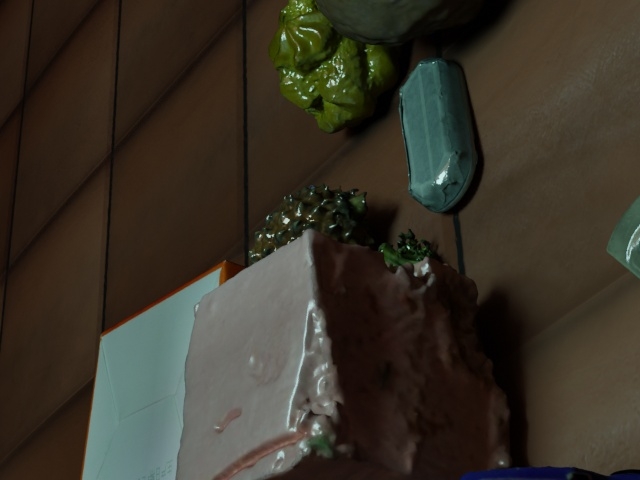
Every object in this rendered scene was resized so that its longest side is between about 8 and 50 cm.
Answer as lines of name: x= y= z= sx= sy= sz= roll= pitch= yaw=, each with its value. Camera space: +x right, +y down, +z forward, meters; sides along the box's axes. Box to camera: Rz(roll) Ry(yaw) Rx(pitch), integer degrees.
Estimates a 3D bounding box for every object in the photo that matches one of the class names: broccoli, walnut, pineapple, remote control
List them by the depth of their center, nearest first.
broccoli: x=0.100 y=0.042 z=1.897 sx=0.097 sy=0.092 sz=0.095 roll=-52 pitch=14 yaw=11
remote control: x=0.149 y=-0.141 z=1.971 sx=0.104 sy=0.052 sz=0.247 roll=-45 pitch=35 yaw=36
walnut: x=0.109 y=-0.376 z=1.998 sx=0.273 sy=0.227 sz=0.273 roll=-33 pitch=48 yaw=46
pineapple: x=0.000 y=0.000 z=2.044 sx=0.193 sy=0.166 sz=0.166 roll=-44 pitch=37 yaw=25

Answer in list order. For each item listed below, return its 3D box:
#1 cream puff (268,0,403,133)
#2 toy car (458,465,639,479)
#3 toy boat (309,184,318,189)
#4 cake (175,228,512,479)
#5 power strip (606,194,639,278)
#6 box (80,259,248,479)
cream puff: x=0.015 y=-0.274 z=2.159 sx=0.195 sy=0.195 sz=0.221 roll=-46 pitch=40 yaw=38
toy car: x=0.232 y=0.287 z=1.418 sx=0.235 sy=0.158 sz=0.172 roll=-11 pitch=60 yaw=27
toy boat: x=0.000 y=-0.037 z=2.199 sx=0.063 sy=0.016 sz=0.115 roll=-65 pitch=30 yaw=9
cake: x=0.032 y=0.179 z=1.711 sx=0.293 sy=0.307 sz=0.314 roll=-37 pitch=43 yaw=43
power strip: x=0.373 y=0.040 z=1.477 sx=0.080 sy=0.048 sz=0.286 roll=-63 pitch=31 yaw=16
box: x=-0.121 y=0.249 z=1.990 sx=0.349 sy=0.257 sz=0.318 roll=-31 pitch=49 yaw=49
